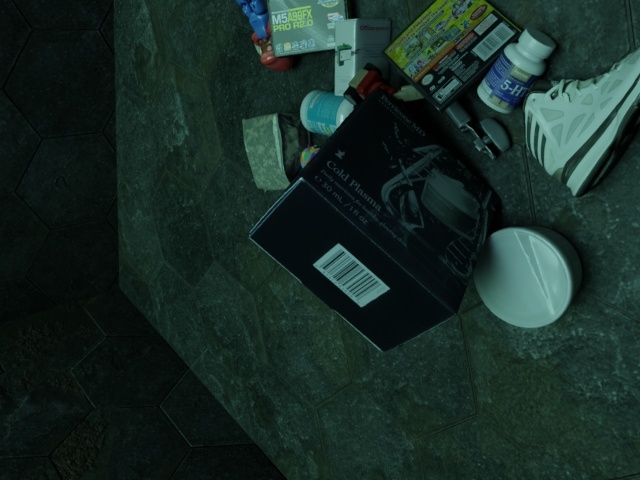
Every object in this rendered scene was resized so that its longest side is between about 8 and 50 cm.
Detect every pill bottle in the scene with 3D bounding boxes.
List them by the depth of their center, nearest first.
[{"bbox_3d":[0.483,-0.418,1.393,0.112,0.112,0.186,52,137,22],"label":"pill bottle"},{"bbox_3d":[0.068,-0.407,1.848,0.264,0.146,0.146,22,120,43],"label":"pill bottle"}]

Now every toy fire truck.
[{"bbox_3d":[0.226,-0.392,1.617,0.158,0.217,0.246,-51,46,-2],"label":"toy fire truck"}]

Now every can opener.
[{"bbox_3d":[0.411,-0.343,1.555,0.095,0.076,0.283,-36,73,16],"label":"can opener"}]

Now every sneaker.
[{"bbox_3d":[0.591,-0.332,1.245,0.257,0.169,0.447,46,139,27],"label":"sneaker"}]

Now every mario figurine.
[{"bbox_3d":[-0.175,-0.755,1.990,0.198,0.170,0.320,-110,-5,-67],"label":"mario figurine"}]

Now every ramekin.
[{"bbox_3d":[0.551,0.084,1.488,0.273,0.127,0.272,21,119,44],"label":"ramekin"}]

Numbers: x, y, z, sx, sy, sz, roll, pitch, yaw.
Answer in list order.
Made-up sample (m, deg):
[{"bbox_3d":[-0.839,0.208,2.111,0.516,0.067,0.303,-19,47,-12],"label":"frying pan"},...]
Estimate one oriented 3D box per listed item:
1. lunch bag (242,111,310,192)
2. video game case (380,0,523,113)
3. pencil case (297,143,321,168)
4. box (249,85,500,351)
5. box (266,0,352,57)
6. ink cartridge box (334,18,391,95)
[{"bbox_3d":[-0.155,-0.326,2.118,0.235,0.169,0.287,5,103,49],"label":"lunch bag"},{"bbox_3d":[0.336,-0.509,1.476,0.275,0.035,0.248,-42,67,11],"label":"video game case"},{"bbox_3d":[0.030,-0.282,1.977,0.236,0.104,0.104,13,113,45],"label":"pencil case"},{"bbox_3d":[0.159,-0.061,1.493,0.480,0.471,0.297,41,137,-7],"label":"box"},{"bbox_3d":[-0.032,-0.715,1.823,0.270,0.060,0.216,-1,105,19],"label":"box"},{"bbox_3d":[0.128,-0.552,1.715,0.093,0.160,0.219,19,117,44],"label":"ink cartridge box"}]
